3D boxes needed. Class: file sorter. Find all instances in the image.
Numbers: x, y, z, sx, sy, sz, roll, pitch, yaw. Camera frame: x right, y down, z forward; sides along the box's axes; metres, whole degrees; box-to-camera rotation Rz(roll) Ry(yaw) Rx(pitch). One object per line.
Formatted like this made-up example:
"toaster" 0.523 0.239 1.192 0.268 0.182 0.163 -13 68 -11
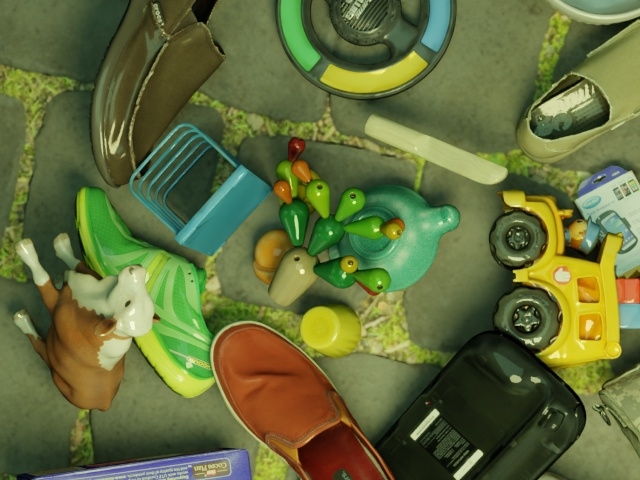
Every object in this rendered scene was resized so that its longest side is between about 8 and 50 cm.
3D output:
"file sorter" -0.148 -0.063 1.806 0.104 0.170 0.118 42 91 10

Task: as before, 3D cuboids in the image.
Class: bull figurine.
"bull figurine" -0.284 0.095 1.762 0.101 0.310 0.188 -26 68 -30

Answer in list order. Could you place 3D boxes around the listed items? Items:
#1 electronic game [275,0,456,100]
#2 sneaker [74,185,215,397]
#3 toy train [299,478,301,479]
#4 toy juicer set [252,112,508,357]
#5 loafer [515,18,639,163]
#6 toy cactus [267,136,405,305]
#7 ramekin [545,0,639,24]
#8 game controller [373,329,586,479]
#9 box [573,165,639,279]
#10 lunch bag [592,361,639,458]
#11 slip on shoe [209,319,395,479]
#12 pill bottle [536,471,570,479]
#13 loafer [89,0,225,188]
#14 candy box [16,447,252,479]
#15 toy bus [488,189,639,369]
"electronic game" 0.057 -0.290 1.858 0.229 0.048 0.229 0 87 7
"sneaker" -0.209 0.054 1.849 0.123 0.109 0.295 -33 86 -11
"toy train" -0.003 0.353 1.810 0.166 0.046 0.125 19 73 35
"toy juicer set" 0.057 -0.030 1.829 0.329 0.089 0.209 -47 70 10
"loafer" 0.353 -0.184 1.780 0.268 0.092 0.102 -39 84 12
"toy cactus" 0.000 0.000 1.759 0.219 0.112 0.180 46 119 17
"ramekin" 0.346 -0.360 1.800 0.207 0.109 0.207 0 86 6
"game controller" 0.170 0.248 1.740 0.166 0.067 0.319 48 124 16
"box" 0.372 -0.022 1.817 0.081 0.028 0.136 -28 82 4
"lunch bag" 0.501 0.200 1.694 0.305 0.212 0.256 -33 84 2
"slip on shoe" -0.012 0.222 1.746 0.123 0.101 0.331 -33 73 -16
"pill bottle" 0.264 0.427 1.732 0.162 0.162 0.278 27 90 7
"loafer" -0.187 -0.236 1.838 0.130 0.134 0.366 16 88 7
"candy box" -0.209 0.421 1.762 0.268 0.122 0.317 -4 85 -20
"toy bus" 0.306 0.046 1.754 0.211 0.149 0.220 -4 86 8
